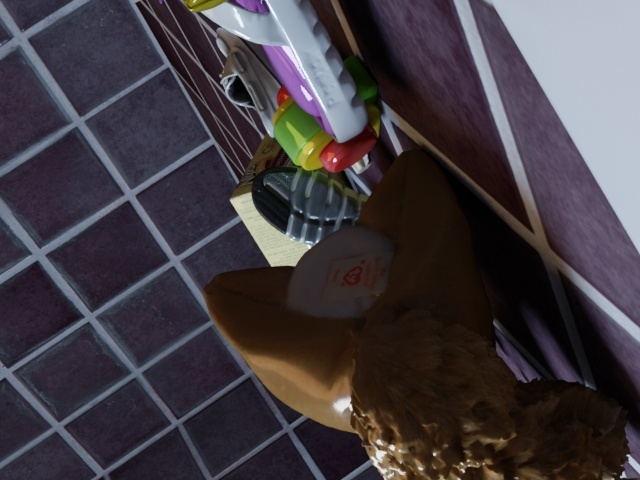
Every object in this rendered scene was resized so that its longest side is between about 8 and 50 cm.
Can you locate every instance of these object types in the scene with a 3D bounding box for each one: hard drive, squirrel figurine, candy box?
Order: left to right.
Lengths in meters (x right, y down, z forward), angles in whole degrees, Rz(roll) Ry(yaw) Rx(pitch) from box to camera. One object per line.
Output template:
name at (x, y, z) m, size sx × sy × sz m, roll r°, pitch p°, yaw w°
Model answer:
candy box at (0.000, 0.000, 1.683) m, size 0.316 × 0.087 × 0.183 m, roll 58°, pitch -147°, yaw -27°
squirrel figurine at (0.130, 0.167, 1.162) m, size 0.370 × 0.281 × 0.397 m, roll 53°, pitch 180°, yaw -38°
hard drive at (0.202, -0.029, 0.587) m, size 0.307 × 0.040 × 0.203 m, roll 57°, pitch 174°, yaw -11°

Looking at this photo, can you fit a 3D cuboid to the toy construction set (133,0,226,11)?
toy construction set at (-0.074, -0.255, 0.627) m, size 0.257 × 0.237 × 0.309 m, roll 58°, pitch 174°, yaw -20°

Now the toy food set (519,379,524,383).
toy food set at (0.165, 0.148, 1.412) m, size 0.192 × 0.132 × 0.038 m, roll 56°, pitch 151°, yaw 12°

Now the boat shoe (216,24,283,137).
boat shoe at (-0.102, -0.236, 1.642) m, size 0.267 × 0.088 × 0.096 m, roll 51°, pitch 172°, yaw 39°

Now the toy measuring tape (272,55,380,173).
toy measuring tape at (0.006, -0.119, 1.299) m, size 0.121 × 0.121 × 0.330 m, roll 55°, pitch 174°, yaw 12°

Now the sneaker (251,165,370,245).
sneaker at (0.028, -0.030, 1.366) m, size 0.228 × 0.086 × 0.132 m, roll 19°, pitch -175°, yaw 0°

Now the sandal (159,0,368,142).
sandal at (-0.092, -0.230, 0.989) m, size 0.416 × 0.102 × 0.169 m, roll 52°, pitch 179°, yaw -29°
